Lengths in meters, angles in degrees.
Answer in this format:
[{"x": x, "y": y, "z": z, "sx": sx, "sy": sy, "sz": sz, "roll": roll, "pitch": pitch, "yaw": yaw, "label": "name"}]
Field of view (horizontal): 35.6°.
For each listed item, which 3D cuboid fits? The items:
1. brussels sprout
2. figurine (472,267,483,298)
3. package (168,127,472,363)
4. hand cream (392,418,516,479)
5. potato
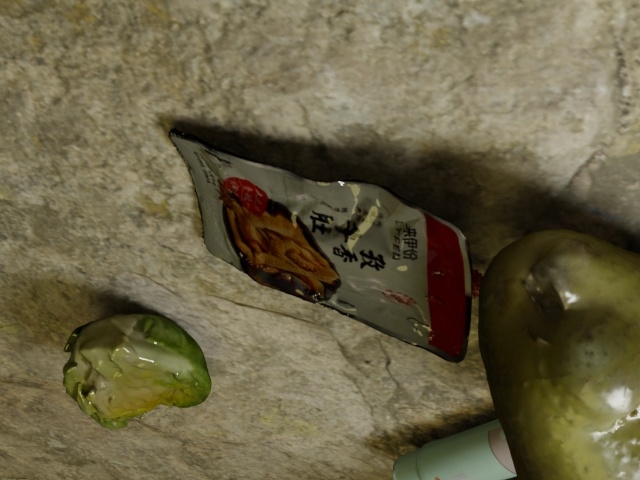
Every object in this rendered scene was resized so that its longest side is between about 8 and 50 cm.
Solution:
[{"x": -0.177, "y": 0.121, "z": 0.970, "sx": 0.139, "sy": 0.100, "sz": 0.181, "roll": -2, "pitch": 143, "yaw": 9, "label": "brussels sprout"}, {"x": 0.076, "y": 0.013, "z": 0.747, "sx": 0.060, "sy": 0.047, "sz": 0.106, "roll": -30, "pitch": 119, "yaw": 22, "label": "figurine"}, {"x": 0.000, "y": 0.000, "z": 0.727, "sx": 0.239, "sy": 0.030, "sz": 0.154, "roll": 19, "pitch": 146, "yaw": 21, "label": "package"}, {"x": 0.195, "y": 0.189, "z": 0.952, "sx": 0.085, "sy": 0.058, "sz": 0.331, "roll": 46, "pitch": 135, "yaw": -12, "label": "hand cream"}, {"x": 0.222, "y": 0.125, "z": 0.692, "sx": 0.202, "sy": 0.218, "sz": 0.351, "roll": -12, "pitch": 135, "yaw": 38, "label": "potato"}]
